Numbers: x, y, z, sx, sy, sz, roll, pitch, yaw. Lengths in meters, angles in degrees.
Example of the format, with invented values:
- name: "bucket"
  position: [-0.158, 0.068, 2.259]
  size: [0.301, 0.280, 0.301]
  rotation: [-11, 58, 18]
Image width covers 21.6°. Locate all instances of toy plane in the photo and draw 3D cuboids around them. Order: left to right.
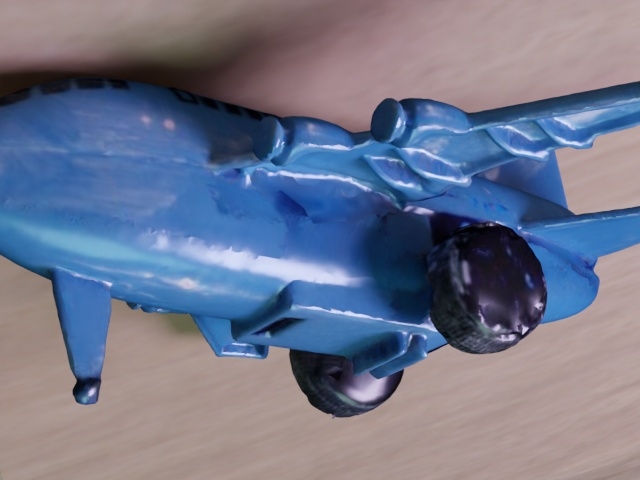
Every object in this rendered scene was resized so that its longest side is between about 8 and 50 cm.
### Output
- name: "toy plane"
  position: [0.000, 0.000, 0.558]
  size: [0.271, 0.105, 0.254]
  rotation: [-1, 160, -36]

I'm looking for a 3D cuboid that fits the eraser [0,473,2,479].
- name: "eraser"
  position: [-0.199, 0.112, 0.603]
  size: [0.172, 0.117, 0.058]
  rotation: [-3, 142, -27]
